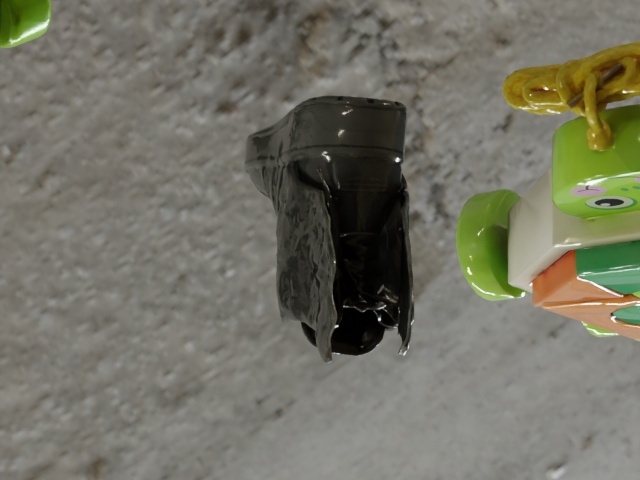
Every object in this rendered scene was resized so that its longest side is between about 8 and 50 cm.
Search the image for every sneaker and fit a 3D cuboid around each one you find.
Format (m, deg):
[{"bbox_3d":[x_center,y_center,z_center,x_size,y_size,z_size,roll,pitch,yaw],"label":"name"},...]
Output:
[{"bbox_3d":[0.003,0.000,0.519,0.051,0.089,0.170,2,175,-10],"label":"sneaker"}]

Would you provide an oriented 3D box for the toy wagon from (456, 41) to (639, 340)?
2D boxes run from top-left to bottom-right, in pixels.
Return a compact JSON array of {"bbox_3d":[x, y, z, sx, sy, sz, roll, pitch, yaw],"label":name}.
[{"bbox_3d":[0.196,-0.004,0.664,0.267,0.068,0.344,-10,163,38],"label":"toy wagon"}]

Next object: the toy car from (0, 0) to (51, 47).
[{"bbox_3d":[-0.267,-0.182,0.811,0.155,0.188,0.149,-30,148,-36],"label":"toy car"}]
